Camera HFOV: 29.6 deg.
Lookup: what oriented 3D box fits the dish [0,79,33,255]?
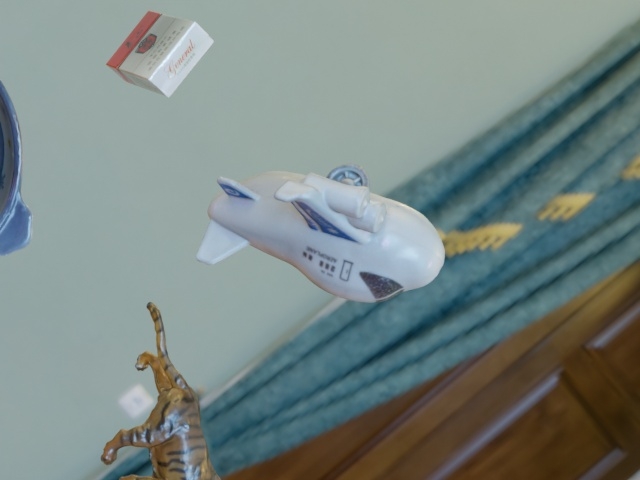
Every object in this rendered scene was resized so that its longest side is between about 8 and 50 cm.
[{"bbox_3d":[-0.344,-0.066,0.952,0.236,0.228,0.086,58,-3,-9],"label":"dish"}]

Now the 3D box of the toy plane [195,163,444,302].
[{"bbox_3d":[0.002,-0.005,1.294,0.267,0.122,0.267,16,-18,5],"label":"toy plane"}]

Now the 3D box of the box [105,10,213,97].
[{"bbox_3d":[-0.218,-0.252,1.625,0.048,0.100,0.152,45,-11,-36],"label":"box"}]

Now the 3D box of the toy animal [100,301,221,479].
[{"bbox_3d":[-0.158,0.190,1.280,0.114,0.116,0.255,-8,85,-65],"label":"toy animal"}]
